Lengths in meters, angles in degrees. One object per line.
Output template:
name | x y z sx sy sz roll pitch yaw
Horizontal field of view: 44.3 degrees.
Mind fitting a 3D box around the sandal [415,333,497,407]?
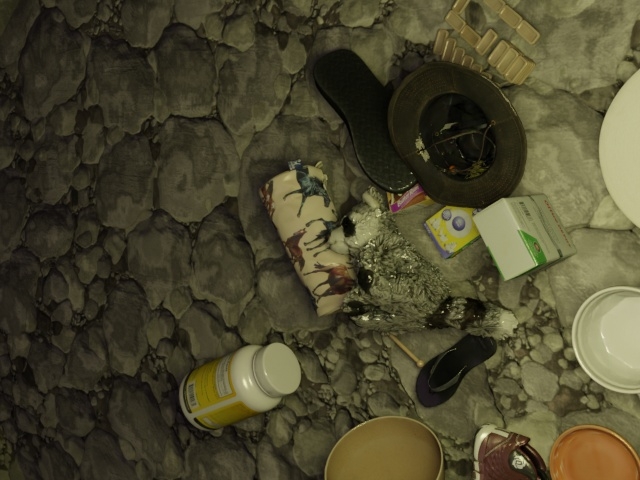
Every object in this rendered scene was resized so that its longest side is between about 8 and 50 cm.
sandal | 0.305 0.299 1.853 0.097 0.054 0.254 50 120 23

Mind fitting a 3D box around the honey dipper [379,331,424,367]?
honey dipper | 0.196 0.256 1.938 0.161 0.030 0.030 43 118 32

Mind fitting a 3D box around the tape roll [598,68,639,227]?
tape roll | 0.729 -0.179 1.485 0.392 0.072 0.392 4 97 37

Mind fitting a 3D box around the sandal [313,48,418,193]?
sandal | 0.129 -0.283 1.897 0.167 0.107 0.446 -25 60 -2

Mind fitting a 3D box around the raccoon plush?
raccoon plush | 0.229 0.064 1.839 0.216 0.446 0.299 123 161 -55

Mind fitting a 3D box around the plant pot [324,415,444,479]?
plant pot | 0.171 0.591 1.877 0.284 0.284 0.191 9 134 36

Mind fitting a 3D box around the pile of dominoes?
pile of dominoes | 0.371 -0.440 1.766 0.251 0.040 0.196 54 125 30

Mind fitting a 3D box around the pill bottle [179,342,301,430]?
pill bottle | -0.220 0.399 2.175 0.334 0.188 0.188 -27 78 35

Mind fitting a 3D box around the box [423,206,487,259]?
box | 0.334 -0.046 1.811 0.179 0.043 0.105 -39 72 31

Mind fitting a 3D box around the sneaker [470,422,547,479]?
sneaker | 0.422 0.561 1.761 0.162 0.106 0.281 5 96 34

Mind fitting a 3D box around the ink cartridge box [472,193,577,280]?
ink cartridge box | 0.429 -0.010 1.640 0.087 0.208 0.153 -35 73 37

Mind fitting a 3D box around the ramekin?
ramekin | 0.607 0.186 1.529 0.207 0.109 0.207 3 95 38

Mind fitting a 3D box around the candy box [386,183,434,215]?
candy box | 0.240 -0.138 1.851 0.187 0.053 0.109 -21 72 39

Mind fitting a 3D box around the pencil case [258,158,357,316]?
pencil case | 0.000 0.000 1.991 0.183 0.160 0.410 -28 76 9

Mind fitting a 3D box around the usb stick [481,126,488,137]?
usb stick | 0.338 -0.282 1.776 0.278 0.045 0.077 48 148 24

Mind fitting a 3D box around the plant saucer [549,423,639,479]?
plant saucer | 0.588 0.487 1.670 0.200 0.037 0.200 3 95 37

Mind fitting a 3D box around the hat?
hat | 0.313 -0.238 1.683 0.331 0.134 0.331 21 128 30

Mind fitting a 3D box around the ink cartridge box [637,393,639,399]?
ink cartridge box | 0.697 0.218 1.557 0.206 0.045 0.208 -33 72 34
